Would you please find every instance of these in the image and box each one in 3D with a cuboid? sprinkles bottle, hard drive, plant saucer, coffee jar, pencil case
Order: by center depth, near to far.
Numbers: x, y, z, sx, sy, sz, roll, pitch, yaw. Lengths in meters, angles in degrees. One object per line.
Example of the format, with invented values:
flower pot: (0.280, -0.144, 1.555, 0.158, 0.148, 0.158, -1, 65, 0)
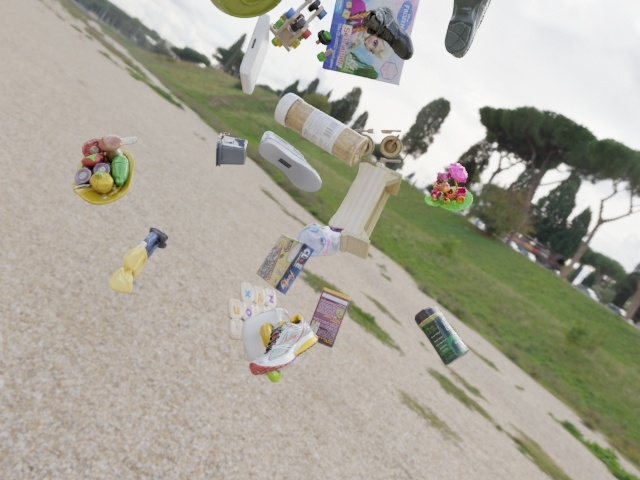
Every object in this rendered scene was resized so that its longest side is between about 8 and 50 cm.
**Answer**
plant saucer: (-0.197, -0.706, 1.461, 0.241, 0.240, 0.037, 19, 53, -73)
coffee jar: (0.376, 0.292, 1.610, 0.096, 0.079, 0.184, -2, 53, -54)
hard drive: (-0.226, -0.637, 1.785, 0.040, 0.203, 0.307, 20, 2, -8)
sprinkles bottle: (0.001, -0.411, 1.904, 0.355, 0.121, 0.121, 34, 4, 14)
pencil case: (0.000, 0.000, 1.962, 0.113, 0.124, 0.273, -5, -3, 16)

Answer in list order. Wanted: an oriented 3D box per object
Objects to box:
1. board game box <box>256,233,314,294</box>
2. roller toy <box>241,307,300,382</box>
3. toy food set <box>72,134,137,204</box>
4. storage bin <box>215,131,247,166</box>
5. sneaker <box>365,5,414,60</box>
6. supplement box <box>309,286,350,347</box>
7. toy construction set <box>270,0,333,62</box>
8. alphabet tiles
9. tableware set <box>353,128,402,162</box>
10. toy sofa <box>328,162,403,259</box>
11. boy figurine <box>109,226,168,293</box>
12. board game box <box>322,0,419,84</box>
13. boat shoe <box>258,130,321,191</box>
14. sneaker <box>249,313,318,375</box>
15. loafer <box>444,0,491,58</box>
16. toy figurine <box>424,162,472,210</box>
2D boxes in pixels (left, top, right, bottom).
board game box: (-0.119, 0.070, 1.647, 0.042, 0.165, 0.243, 35, -5, -21)
roller toy: (-0.147, 0.310, 1.599, 0.191, 0.146, 0.209, -99, 167, -60)
toy food set: (-0.493, -0.183, 1.161, 0.071, 0.128, 0.218, 96, -11, -52)
storage bin: (-0.285, -0.295, 1.660, 0.090, 0.098, 0.135, 4, 26, -7)
sneaker: (0.239, -0.734, 1.836, 0.228, 0.130, 0.087, 62, -34, 9)
supplement box: (0.026, 0.271, 1.815, 0.104, 0.188, 0.081, 21, -7, 2)
toy construction set: (-0.139, -0.801, 1.897, 0.308, 0.237, 0.258, 27, 52, -42)
alphabet tiles: (-0.214, 0.293, 1.816, 0.284, 0.021, 0.278, 20, 53, -46)
tableware set: (0.210, -0.355, 1.936, 0.194, 0.129, 0.039, 4, 14, 18)
toy sofa: (0.174, -0.125, 2.027, 0.177, 0.363, 0.150, 23, -24, 11)
boy figurine: (-0.673, 0.074, 1.903, 0.092, 0.177, 0.285, 27, 45, -4)
board game box: (0.193, -0.799, 2.005, 0.317, 0.319, 0.066, 14, 17, 6)
boat shoe: (-0.098, -0.269, 1.749, 0.267, 0.096, 0.088, 33, 43, -26)
sneaker: (-0.098, 0.246, 1.216, 0.225, 0.088, 0.093, -27, 89, -58)
loafer: (0.405, -0.626, 1.382, 0.096, 0.268, 0.084, 24, 12, 23)
toy figurine: (0.461, -0.206, 1.845, 0.173, 0.130, 0.159, 0, -44, 11)
